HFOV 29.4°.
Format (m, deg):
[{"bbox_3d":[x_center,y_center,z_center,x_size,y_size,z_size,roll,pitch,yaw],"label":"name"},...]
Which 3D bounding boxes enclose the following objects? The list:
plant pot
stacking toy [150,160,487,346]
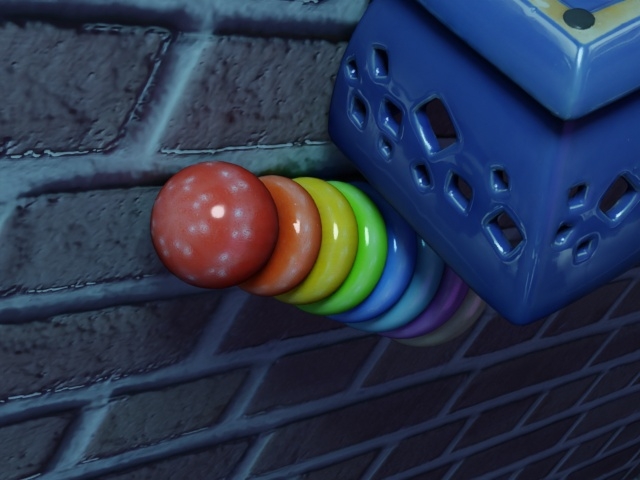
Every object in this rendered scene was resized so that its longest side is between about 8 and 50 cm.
[{"bbox_3d":[0.162,-0.124,0.834,0.236,0.236,0.212,-26,145,-24],"label":"plant pot"},{"bbox_3d":[0.000,0.000,0.941,0.330,0.141,0.141,14,121,-51],"label":"stacking toy"}]
